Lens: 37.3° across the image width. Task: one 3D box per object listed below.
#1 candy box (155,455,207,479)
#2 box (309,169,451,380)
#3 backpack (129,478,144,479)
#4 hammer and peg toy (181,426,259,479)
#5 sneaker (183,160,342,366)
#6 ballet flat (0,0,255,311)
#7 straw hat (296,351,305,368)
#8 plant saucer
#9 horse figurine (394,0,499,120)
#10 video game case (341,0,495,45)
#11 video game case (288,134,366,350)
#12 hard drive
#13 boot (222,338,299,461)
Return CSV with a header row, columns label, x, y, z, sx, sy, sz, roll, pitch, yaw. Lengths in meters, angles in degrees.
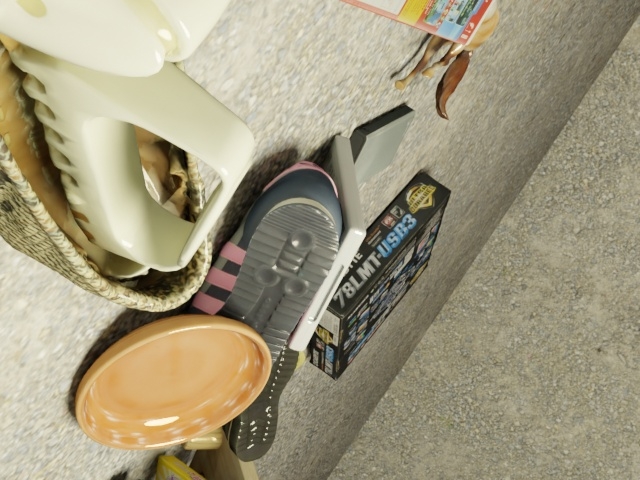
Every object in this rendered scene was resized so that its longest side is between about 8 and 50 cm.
label,x,y,z,sx,sy,sz,roll,pitch,yaw
candy box,-0.171,0.348,1.208,0.206,0.027,0.105,3,-96,63
box,0.094,0.067,1.605,0.295,0.073,0.293,-48,165,-21
backpack,-0.235,0.411,1.148,0.144,0.188,0.166,-20,148,-34
hammer and peg toy,-0.119,0.427,1.260,0.127,0.361,0.266,7,126,-28
sneaker,-0.071,0.051,1.026,0.319,0.112,0.131,-50,-162,32
ballet flat,-0.105,-0.096,0.429,0.164,0.182,0.483,-47,163,-21
straw hat,-0.056,0.170,1.400,0.144,0.061,0.144,-48,164,-19
plant saucer,-0.148,0.138,0.951,0.200,0.037,0.200,-16,140,-14
horse figurine,0.165,-0.266,1.093,0.174,0.066,0.263,-42,156,-28
video game case,0.125,-0.295,0.887,0.285,0.025,0.204,-2,128,-57
video game case,0.000,0.000,1.064,0.190,0.022,0.173,-97,-152,-53
hard drive,0.067,-0.116,1.209,0.135,0.022,0.094,-34,155,-52
boot,-0.102,0.149,1.150,0.077,0.137,0.198,4,112,-39
